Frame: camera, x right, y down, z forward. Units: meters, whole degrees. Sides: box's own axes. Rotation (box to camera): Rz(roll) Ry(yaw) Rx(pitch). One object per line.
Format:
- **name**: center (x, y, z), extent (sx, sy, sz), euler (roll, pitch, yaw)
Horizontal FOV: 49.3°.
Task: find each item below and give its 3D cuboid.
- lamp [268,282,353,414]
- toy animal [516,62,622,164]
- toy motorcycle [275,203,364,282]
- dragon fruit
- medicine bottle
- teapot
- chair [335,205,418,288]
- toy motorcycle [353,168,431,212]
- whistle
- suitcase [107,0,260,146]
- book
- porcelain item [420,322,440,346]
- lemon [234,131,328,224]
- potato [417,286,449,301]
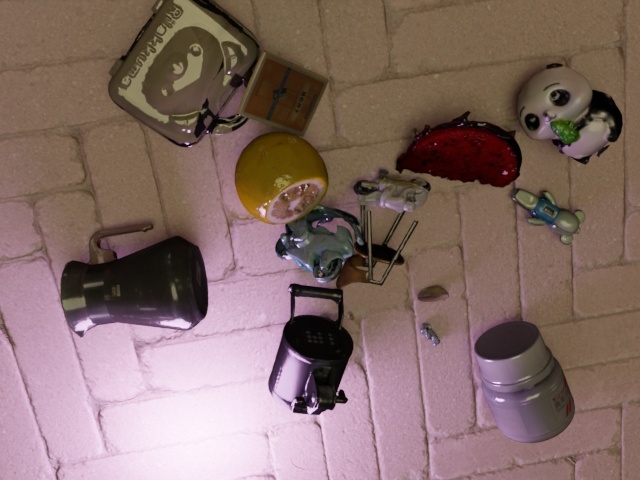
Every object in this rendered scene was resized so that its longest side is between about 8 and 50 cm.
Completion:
- **lamp**: center (-0.035, 0.352, 2.003), extent (0.205, 0.374, 0.272), euler (9, 139, -17)
- **toy animal**: center (0.661, -0.338, 1.873), extent (0.266, 0.212, 0.213), euler (24, 103, -18)
- **toy motorcycle**: center (0.000, 0.000, 1.868), extent (0.206, 0.260, 0.154), euler (-48, 133, -15)
- **dragon fruit**: center (0.402, -0.260, 1.889), extent (0.343, 0.282, 0.100), euler (11, 65, -10)
- **medicine bottle**: center (0.605, 0.421, 2.095), extent (0.245, 0.245, 0.306), euler (-26, 109, 1)
- **teapot**: center (-0.491, 0.106, 1.865), extent (0.344, 0.253, 0.300), euler (-7, 75, 0)
- **chair**: center (0.150, 0.026, 1.951), extent (0.172, 0.159, 0.247), euler (9, 105, -7)
- **toy motorcycle**: center (0.208, -0.125, 1.914), extent (0.228, 0.151, 0.074), euler (-2, 129, -15)
- **whistle**: center (0.657, -0.081, 2.031), extent (0.235, 0.077, 0.114), euler (28, 93, -9)
- **suitcase**: center (-0.310, -0.411, 1.729), extent (0.339, 0.194, 0.351), euler (35, 101, -19)
- **book**: center (-0.093, -0.370, 1.789), extent (0.241, 0.018, 0.170), euler (9, 111, -49)
- **porcelain item**: center (0.333, 0.286, 2.130), extent (0.036, 0.028, 0.083), euler (-41, 108, -11)
- **lemon**: center (-0.112, -0.175, 1.813), extent (0.240, 0.219, 0.240), euler (-26, 153, -14)
- **potato**: center (0.338, 0.160, 2.089), extent (0.093, 0.036, 0.037), euler (-6, 147, 13)
